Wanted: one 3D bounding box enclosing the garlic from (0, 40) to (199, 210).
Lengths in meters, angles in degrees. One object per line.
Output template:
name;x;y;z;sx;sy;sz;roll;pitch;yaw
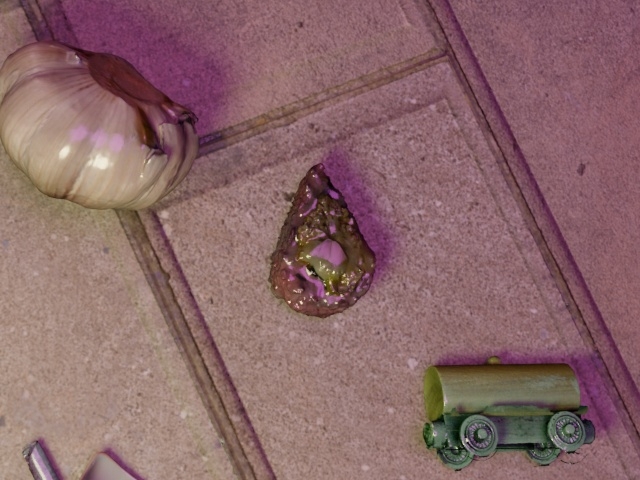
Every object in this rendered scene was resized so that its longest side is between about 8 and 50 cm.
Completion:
garlic;-0.348;-0.171;1.812;0.322;0.322;0.241;31;89;-7

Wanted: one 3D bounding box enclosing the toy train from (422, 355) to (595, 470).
toy train;0.313;0.281;1.977;0.307;0.126;0.189;1;76;-16

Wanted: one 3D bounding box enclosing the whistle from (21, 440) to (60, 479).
whistle;-0.396;0.384;1.788;0.033;0.033;0.176;-28;87;-21

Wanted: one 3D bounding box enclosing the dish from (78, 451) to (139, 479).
dish;-0.278;0.426;1.769;0.212;0.151;0.077;33;112;-7

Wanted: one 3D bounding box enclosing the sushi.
sushi;0.017;0.009;1.969;0.161;0.107;0.241;21;71;-15
